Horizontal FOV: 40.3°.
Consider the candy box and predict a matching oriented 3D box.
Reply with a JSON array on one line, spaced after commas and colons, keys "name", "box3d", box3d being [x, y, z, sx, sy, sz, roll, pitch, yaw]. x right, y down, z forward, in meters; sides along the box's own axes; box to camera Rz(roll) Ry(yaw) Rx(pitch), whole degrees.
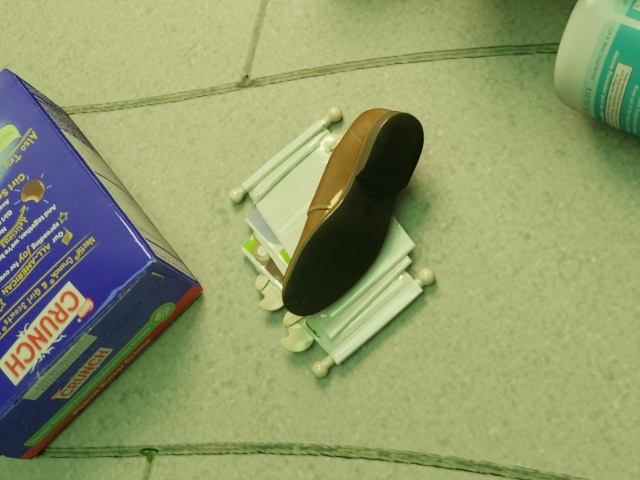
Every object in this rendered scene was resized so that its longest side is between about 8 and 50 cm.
[{"name": "candy box", "box3d": [-0.321, 0.022, 0.928, 0.268, 0.122, 0.317, -43, 63, 4]}]

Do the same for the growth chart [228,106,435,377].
[{"name": "growth chart", "box3d": [0.000, 0.000, 0.863, 0.172, 0.021, 0.237, -34, 65, 10]}]

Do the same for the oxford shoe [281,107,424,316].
[{"name": "oxford shoe", "box3d": [0.020, -0.028, 0.824, 0.076, 0.076, 0.212, 30, 90, 54]}]

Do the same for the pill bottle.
[{"name": "pill bottle", "box3d": [0.335, -0.128, 0.698, 0.264, 0.146, 0.146, 31, 88, 26]}]
